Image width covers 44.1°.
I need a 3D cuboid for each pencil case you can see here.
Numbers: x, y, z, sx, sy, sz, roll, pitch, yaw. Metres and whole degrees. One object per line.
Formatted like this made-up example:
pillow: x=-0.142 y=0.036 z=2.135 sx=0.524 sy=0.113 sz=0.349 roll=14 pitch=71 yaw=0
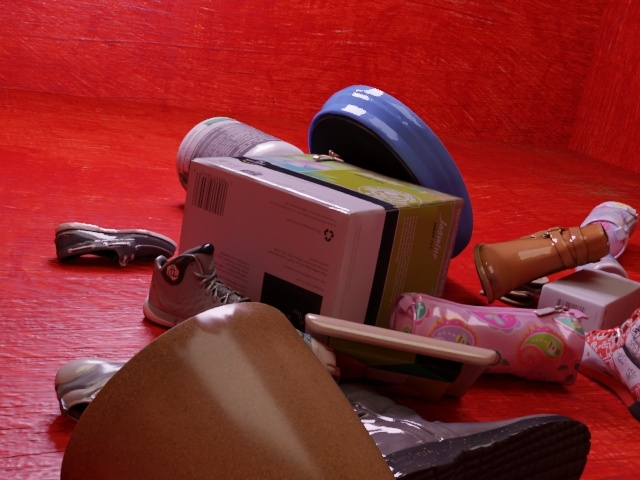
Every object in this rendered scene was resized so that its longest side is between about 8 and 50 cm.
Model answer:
pencil case: x=0.244 y=0.141 z=1.152 sx=0.284 sy=0.124 sz=0.124 roll=6 pitch=17 yaw=-11
pencil case: x=0.721 y=-0.024 z=1.977 sx=0.124 sy=0.113 sz=0.273 roll=-6 pitch=8 yaw=29

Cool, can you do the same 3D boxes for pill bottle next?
pill bottle: x=0.580 y=0.067 z=1.644 sx=0.087 sy=0.087 sz=0.160 roll=11 pitch=17 yaw=5
pill bottle: x=-0.140 y=-0.126 z=1.660 sx=0.204 sy=0.204 sz=0.361 roll=-2 pitch=20 yaw=-35

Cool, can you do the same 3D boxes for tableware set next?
tableware set: x=0.402 y=0.085 z=1.565 sx=0.128 sy=0.039 sz=0.194 roll=17 pitch=18 yaw=24

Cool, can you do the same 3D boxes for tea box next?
tea box: x=0.000 y=0.000 z=1.295 sx=0.329 sy=0.219 sz=0.324 roll=21 pitch=18 yaw=34

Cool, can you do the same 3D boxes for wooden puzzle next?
wooden puzzle: x=0.087 y=0.156 z=0.990 sx=0.221 sy=0.044 sz=0.238 roll=11 pitch=-20 yaw=3

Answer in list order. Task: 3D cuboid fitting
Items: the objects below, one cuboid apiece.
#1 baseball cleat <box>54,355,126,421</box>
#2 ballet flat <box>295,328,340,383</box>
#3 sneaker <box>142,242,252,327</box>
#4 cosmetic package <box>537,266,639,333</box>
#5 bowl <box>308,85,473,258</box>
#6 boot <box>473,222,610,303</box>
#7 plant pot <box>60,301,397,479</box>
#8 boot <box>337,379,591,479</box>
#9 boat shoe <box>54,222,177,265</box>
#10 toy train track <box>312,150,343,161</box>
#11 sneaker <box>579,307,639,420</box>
baseball cleat: x=-0.193 y=0.176 z=0.902 sx=0.206 sy=0.072 sz=0.109 roll=-3 pitch=34 yaw=-25
ballet flat: x=-0.010 y=0.146 z=0.918 sx=0.070 sy=0.070 sz=0.188 roll=13 pitch=-23 yaw=11
sneaker: x=-0.144 y=0.074 z=1.123 sx=0.229 sy=0.132 sz=0.086 roll=13 pitch=17 yaw=12
cosmetic package: x=0.492 y=0.117 z=1.440 sx=0.117 sy=0.085 sz=0.231 roll=22 pitch=18 yaw=35
bowl: x=0.121 y=-0.109 z=1.520 sx=0.077 sy=0.391 sz=0.391 roll=-38 pitch=39 yaw=-22
boot: x=0.404 y=0.035 z=1.424 sx=0.220 sy=0.109 sz=0.283 roll=-14 pitch=-4 yaw=25
plant pot: x=-0.033 y=0.215 z=0.615 sx=0.237 sy=0.237 sz=0.254 roll=-8 pitch=38 yaw=-46
boot: x=0.116 y=0.212 z=0.869 sx=0.338 sy=0.118 sz=0.223 roll=4 pitch=12 yaw=-34
boat shoe: x=-0.348 y=0.020 z=1.350 sx=0.206 sy=0.075 sz=0.064 roll=8 pitch=59 yaw=-23
toy train track: x=0.012 y=-0.152 z=1.413 sx=0.048 sy=0.014 sz=0.083 roll=17 pitch=16 yaw=27
sneaker: x=0.463 y=0.155 z=1.186 sx=0.090 sy=0.144 sz=0.270 roll=5 pitch=17 yaw=-16
